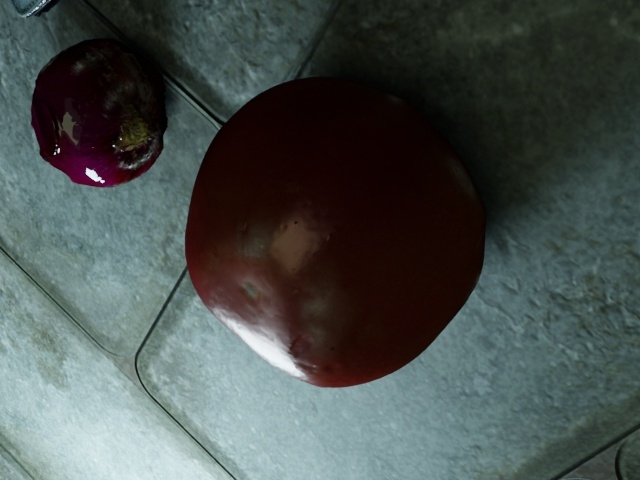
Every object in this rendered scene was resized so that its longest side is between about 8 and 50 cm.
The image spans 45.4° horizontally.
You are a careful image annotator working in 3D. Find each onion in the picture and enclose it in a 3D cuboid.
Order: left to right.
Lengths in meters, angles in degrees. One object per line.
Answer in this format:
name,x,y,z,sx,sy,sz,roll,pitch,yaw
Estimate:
onion,-0.287,-0.147,0.902,0.198,0.135,0.173,11,118,31

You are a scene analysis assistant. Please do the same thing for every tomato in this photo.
tomato,0.000,0.000,0.730,0.299,0.226,0.298,18,127,26

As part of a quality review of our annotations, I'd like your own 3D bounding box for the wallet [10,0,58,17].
wallet,-0.348,-0.385,0.875,0.167,0.036,0.222,-21,102,40
